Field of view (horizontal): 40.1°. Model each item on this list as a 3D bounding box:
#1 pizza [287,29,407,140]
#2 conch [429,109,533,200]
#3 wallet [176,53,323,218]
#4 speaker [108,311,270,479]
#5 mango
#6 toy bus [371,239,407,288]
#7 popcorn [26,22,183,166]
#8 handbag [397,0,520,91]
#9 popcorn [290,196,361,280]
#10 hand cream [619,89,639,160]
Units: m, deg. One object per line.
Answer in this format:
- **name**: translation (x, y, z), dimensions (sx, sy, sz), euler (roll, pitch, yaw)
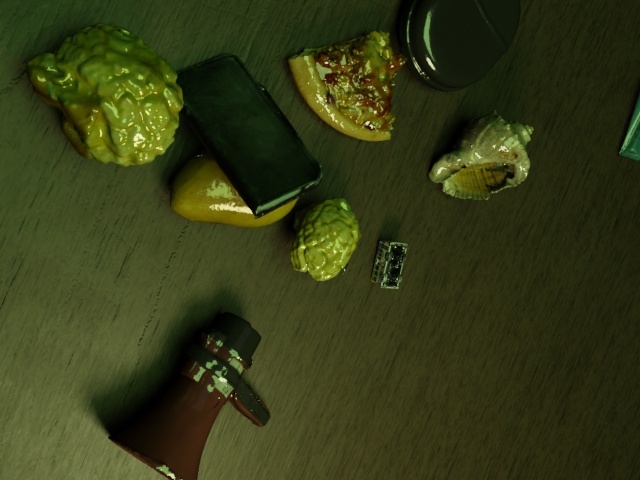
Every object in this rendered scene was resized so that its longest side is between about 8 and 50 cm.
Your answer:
- **pizza**: translation (0.080, -0.330, 1.771), dimensions (0.289, 0.081, 0.229), euler (37, 81, -28)
- **conch**: translation (0.358, -0.178, 1.924), dimensions (0.245, 0.163, 0.178), euler (-27, 98, 9)
- **wallet**: translation (-0.139, -0.198, 1.598), dimensions (0.172, 0.045, 0.318), euler (-30, 74, -26)
- **speaker**: translation (-0.205, 0.331, 1.694), dimensions (0.259, 0.198, 0.329), euler (46, 68, -15)
- **mango**: translation (-0.157, -0.106, 1.654), dimensions (0.261, 0.130, 0.167), euler (-4, 93, -21)
- **toy bus**: translation (0.149, 0.048, 1.900), dimensions (0.052, 0.058, 0.102), euler (5, 103, -31)
- **popcorn**: translation (-0.363, -0.244, 1.476), dimensions (0.251, 0.206, 0.237), euler (0, 115, -18)
- **handbag**: translation (0.302, -0.461, 1.863), dimensions (0.308, 0.093, 0.254), euler (-48, 118, -13)
- **popcorn**: translation (0.011, 0.005, 1.764), dimensions (0.142, 0.173, 0.174), euler (10, 95, -9)
- **hand cream**: translation (0.814, -0.317, 2.217), dimensions (0.083, 0.048, 0.224), euler (8, 101, -33)
